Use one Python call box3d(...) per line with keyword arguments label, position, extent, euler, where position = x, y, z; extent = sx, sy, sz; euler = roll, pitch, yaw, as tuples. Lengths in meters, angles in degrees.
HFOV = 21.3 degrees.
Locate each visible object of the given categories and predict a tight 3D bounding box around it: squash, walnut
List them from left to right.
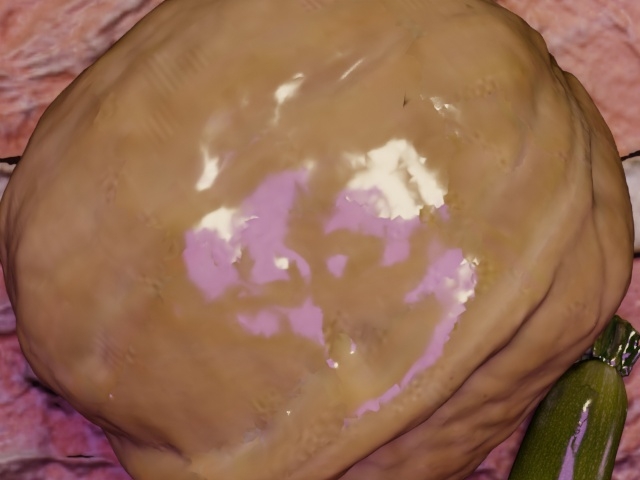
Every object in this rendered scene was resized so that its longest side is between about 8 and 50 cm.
box3d(label="walnut", position=(0.000, 0.000, 1.042), extent=(0.381, 0.381, 0.381), euler=(1, 101, 3))
box3d(label="squash", position=(0.162, 0.207, 1.198), extent=(0.071, 0.080, 0.318), euler=(17, 104, 39))
